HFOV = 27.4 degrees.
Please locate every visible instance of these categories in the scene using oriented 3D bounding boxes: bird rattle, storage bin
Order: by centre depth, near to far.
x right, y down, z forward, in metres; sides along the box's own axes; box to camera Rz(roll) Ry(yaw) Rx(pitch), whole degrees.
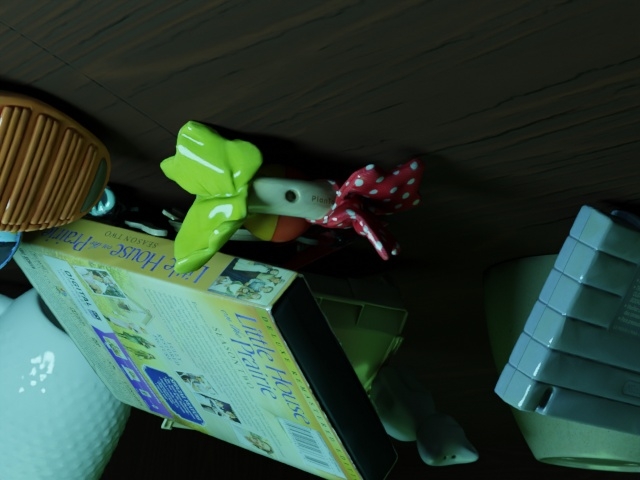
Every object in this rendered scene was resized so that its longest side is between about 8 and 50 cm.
[{"bbox_3d":[-0.030,-0.047,1.296,0.253,0.143,0.207,-3,-178,-11],"label":"bird rattle"},{"bbox_3d":[-0.056,0.136,1.725,0.262,0.123,0.260,12,124,-23],"label":"storage bin"}]

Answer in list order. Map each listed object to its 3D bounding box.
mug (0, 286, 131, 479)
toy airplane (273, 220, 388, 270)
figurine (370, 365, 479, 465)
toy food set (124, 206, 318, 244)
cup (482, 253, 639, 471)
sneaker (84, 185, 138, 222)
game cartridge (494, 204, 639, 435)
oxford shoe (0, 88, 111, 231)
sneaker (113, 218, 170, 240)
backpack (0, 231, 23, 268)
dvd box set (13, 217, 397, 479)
[{"bbox_3d":[-0.472,0.216,2.043,0.374,0.328,0.276,29,-157,-2],"label":"mug"},{"bbox_3d":[0.000,0.000,1.489,0.151,0.028,0.151,-22,-171,3],"label":"toy airplane"},{"bbox_3d":[0.068,0.228,1.604,0.215,0.092,0.209,1,-167,-16],"label":"figurine"},{"bbox_3d":[-0.105,-0.025,1.430,0.192,0.038,0.132,3,-175,-23],"label":"toy food set"},{"bbox_3d":[0.366,0.170,1.686,0.331,0.237,0.331,5,167,1],"label":"cup"},{"bbox_3d":[-0.235,-0.040,1.490,0.069,0.038,0.098,13,174,-32],"label":"sneaker"},{"bbox_3d":[0.364,0.102,1.449,0.355,0.230,0.068,17,-173,-39],"label":"game cartridge"},{"bbox_3d":[-0.349,-0.100,1.189,0.133,0.130,0.363,31,-170,41],"label":"oxford shoe"},{"bbox_3d":[-0.238,0.015,1.655,0.071,0.068,0.170,9,168,10],"label":"sneaker"},{"bbox_3d":[-0.391,-0.025,1.387,0.173,0.158,0.117,-7,174,4],"label":"backpack"},{"bbox_3d":[-0.139,0.116,1.459,0.420,0.062,0.307,12,143,39],"label":"dvd box set"}]
